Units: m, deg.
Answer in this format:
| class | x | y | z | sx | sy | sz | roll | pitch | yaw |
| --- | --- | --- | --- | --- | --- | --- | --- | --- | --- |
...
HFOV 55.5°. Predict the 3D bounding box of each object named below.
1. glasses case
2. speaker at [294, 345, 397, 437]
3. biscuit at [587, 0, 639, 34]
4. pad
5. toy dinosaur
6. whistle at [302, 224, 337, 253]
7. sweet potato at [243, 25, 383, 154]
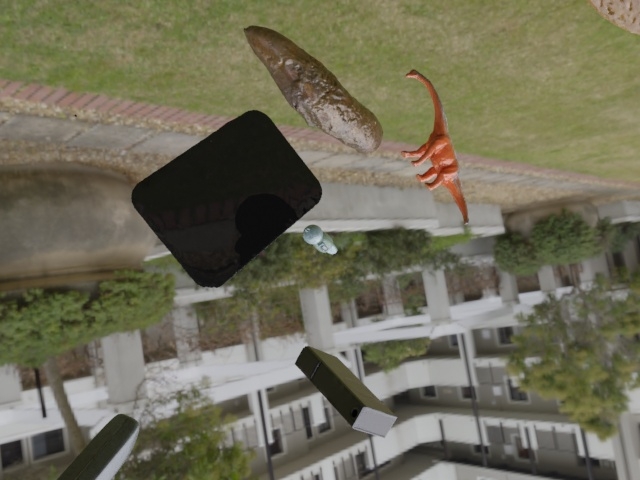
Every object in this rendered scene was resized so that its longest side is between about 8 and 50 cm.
| class | x | y | z | sx | sy | sz | roll | pitch | yaw |
| --- | --- | --- | --- | --- | --- | --- | --- | --- | --- |
| glasses case | -0.530 | 0.539 | 1.390 | 0.074 | 0.131 | 0.323 | 25 | -151 | 6 |
| speaker | 0.038 | 0.258 | 1.062 | 0.082 | 0.044 | 0.218 | 28 | -177 | -31 |
| biscuit | 0.387 | -0.287 | 0.579 | 0.289 | 0.044 | 0.202 | 2 | 141 | 50 |
| pad | -0.175 | -0.116 | 0.826 | 0.250 | 0.323 | 0.055 | -42 | 168 | -34 |
| toy dinosaur | 0.192 | -0.157 | 1.043 | 0.101 | 0.279 | 0.055 | -25 | -177 | -10 |
| whistle | 0.000 | 0.000 | 1.055 | 0.035 | 0.035 | 0.100 | -12 | 151 | 27 |
| sweet potato | 0.004 | -0.237 | 1.039 | 0.092 | 0.114 | 0.341 | -47 | 128 | 10 |
